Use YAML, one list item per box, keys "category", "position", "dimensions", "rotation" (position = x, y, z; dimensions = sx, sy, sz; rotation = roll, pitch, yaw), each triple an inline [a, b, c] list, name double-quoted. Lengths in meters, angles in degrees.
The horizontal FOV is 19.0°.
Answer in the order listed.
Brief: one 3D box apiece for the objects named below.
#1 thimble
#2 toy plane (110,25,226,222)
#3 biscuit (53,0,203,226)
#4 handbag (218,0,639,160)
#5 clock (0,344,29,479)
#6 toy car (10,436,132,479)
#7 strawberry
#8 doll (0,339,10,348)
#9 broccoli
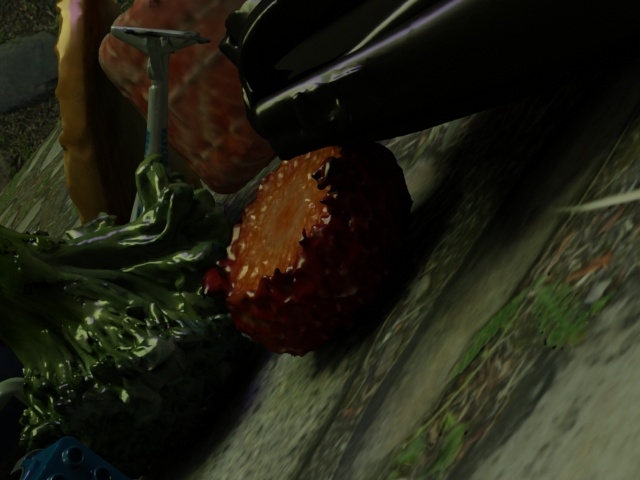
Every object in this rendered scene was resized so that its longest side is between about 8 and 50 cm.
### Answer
- category: "thimble"
  position: [-0.043, -0.154, 1.446]
  dimensions: [0.239, 0.162, 0.239]
  rotation: [-44, 3, 3]
- category: "toy plane"
  position: [-0.126, -0.030, 1.364]
  dimensions: [0.182, 0.273, 0.107]
  rotation: [-9, 23, 14]
- category: "biscuit"
  position: [-0.162, -0.067, 1.553]
  dimensions: [0.040, 0.309, 0.205]
  rotation: [-6, 51, 13]
- category: "handbag"
  position: [0.068, -0.136, 1.045]
  dimensions: [0.257, 0.113, 0.285]
  rotation: [-27, 16, 3]
- category: "clock"
  position: [-0.253, 0.158, 1.476]
  dimensions: [0.200, 0.146, 0.243]
  rotation: [-57, 21, -12]
- category: "toy car"
  position: [-0.156, 0.200, 1.105]
  dimensions: [0.100, 0.097, 0.191]
  rotation: [-35, 22, 51]
- category: "strawberry"
  position: [0.000, 0.000, 1.121]
  dimensions: [0.145, 0.086, 0.145]
  rotation: [-51, 11, 14]
- category: "doll"
  position: [-0.370, 0.142, 1.731]
  dimensions: [0.284, 0.240, 0.310]
  rotation: [-18, 13, 25]
- category: "broccoli"
  position: [-0.163, 0.018, 1.233]
  dimensions: [0.198, 0.275, 0.177]
  rotation: [-40, 12, 5]
